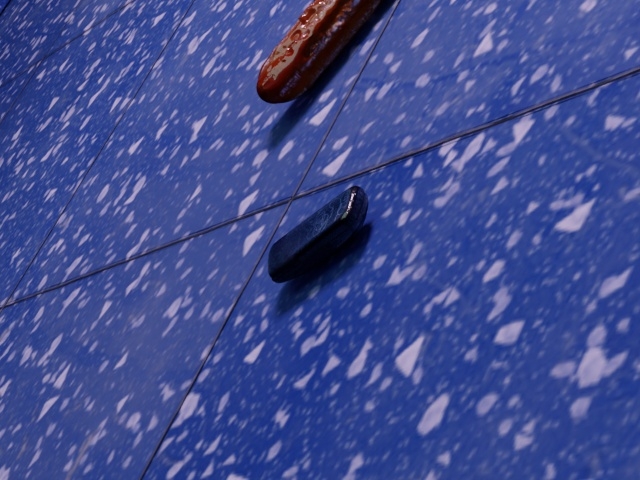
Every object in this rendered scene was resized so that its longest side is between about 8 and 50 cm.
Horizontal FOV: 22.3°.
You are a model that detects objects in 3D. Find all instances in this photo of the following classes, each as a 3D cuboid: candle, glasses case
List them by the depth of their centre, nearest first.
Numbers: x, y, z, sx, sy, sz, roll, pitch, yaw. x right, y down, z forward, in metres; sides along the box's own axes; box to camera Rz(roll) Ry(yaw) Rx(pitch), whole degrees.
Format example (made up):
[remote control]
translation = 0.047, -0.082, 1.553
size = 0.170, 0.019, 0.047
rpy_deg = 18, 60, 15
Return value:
[glasses case]
translation = 0.000, 0.000, 1.002
size = 0.083, 0.023, 0.033
rpy_deg = -37, 30, 35
[candle]
translation = 0.061, -0.232, 1.228
size = 0.329, 0.048, 0.051
rpy_deg = -51, -20, 0
